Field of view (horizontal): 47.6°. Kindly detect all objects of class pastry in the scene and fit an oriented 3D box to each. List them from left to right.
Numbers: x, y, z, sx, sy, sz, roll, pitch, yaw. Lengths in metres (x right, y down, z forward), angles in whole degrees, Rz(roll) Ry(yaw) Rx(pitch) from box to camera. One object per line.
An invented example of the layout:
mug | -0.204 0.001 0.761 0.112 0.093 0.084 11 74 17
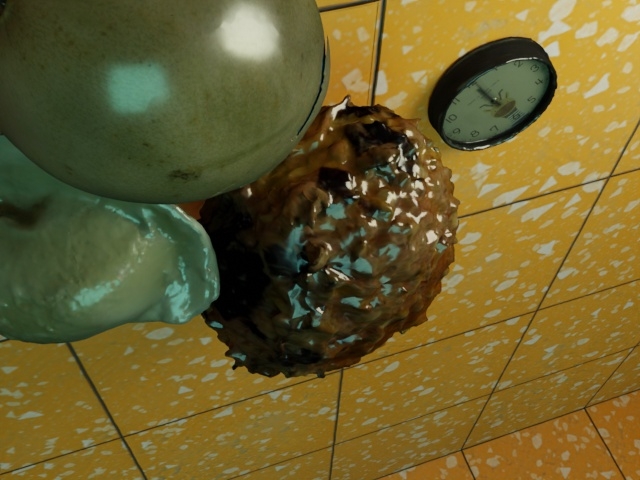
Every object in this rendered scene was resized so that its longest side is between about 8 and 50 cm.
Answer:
pastry | -0.011 0.013 0.927 0.337 0.292 0.405 -35 156 -12

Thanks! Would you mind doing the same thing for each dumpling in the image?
dumpling | -0.285 0.012 0.796 0.320 0.212 0.270 -11 175 -16

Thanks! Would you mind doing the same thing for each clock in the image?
clock | 0.241 -0.197 1.010 0.184 0.040 0.184 -16 147 -11

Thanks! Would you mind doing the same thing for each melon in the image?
melon | -0.136 -0.164 0.628 0.268 0.268 0.330 -40 163 26
